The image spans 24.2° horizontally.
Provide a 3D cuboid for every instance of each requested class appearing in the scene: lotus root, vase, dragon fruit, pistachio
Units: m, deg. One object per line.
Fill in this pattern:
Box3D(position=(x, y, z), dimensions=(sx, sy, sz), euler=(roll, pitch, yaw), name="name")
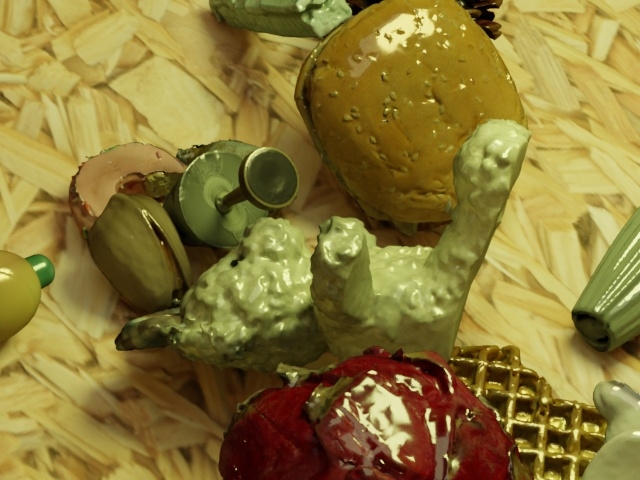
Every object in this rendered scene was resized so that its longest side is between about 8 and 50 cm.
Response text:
Box3D(position=(-0.103, -0.086, 1.869), dimensions=(0.165, 0.088, 0.088), euler=(23, 49, 23), name="lotus root")
Box3D(position=(0.399, 0.035, 1.795), dimensions=(0.128, 0.128, 0.248), euler=(36, 62, 25), name="vase")
Box3D(position=(0.057, 0.262, 1.419), dimensions=(0.329, 0.329, 0.329), euler=(3, 47, -3), name="dragon fruit")
Box3D(position=(-0.206, 0.015, 1.746), dimensions=(0.113, 0.113, 0.149), euler=(-36, 83, -32), name="pistachio")

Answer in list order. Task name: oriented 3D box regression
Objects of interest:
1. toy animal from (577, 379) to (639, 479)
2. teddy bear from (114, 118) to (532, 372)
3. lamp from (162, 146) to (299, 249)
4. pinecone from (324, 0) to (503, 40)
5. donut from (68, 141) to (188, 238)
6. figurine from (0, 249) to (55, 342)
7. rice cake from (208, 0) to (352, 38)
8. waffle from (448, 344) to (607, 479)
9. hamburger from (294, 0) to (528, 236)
Box3D(position=(0.325, 0.303, 1.488), dimensions=(0.174, 0.249, 0.289), euler=(11, 78, 49), name="toy animal")
Box3D(position=(0.000, 0.000, 1.625), dimensions=(0.362, 0.375, 0.327), euler=(19, 10, 6), name="teddy bear")
Box3D(position=(-0.105, -0.052, 1.748), dimensions=(0.121, 0.214, 0.121), euler=(8, 73, -29), name="lamp")
Box3D(position=(0.130, -0.336, 2.023), dimensions=(0.264, 0.264, 0.264), euler=(3, 47, -3), name="pinecone")
Box3D(position=(-0.251, -0.062, 1.844), dimensions=(0.117, 0.065, 0.166), euler=(37, 53, 23), name="donut")
Box3D(position=(-0.471, 0.027, 1.702), dimensions=(0.324, 0.124, 0.222), euler=(17, 48, 15), name="figurine")
Box3D(position=(-0.063, -0.313, 1.992), dimensions=(0.066, 0.063, 0.336), euler=(-37, 23, -16), name="rice cake")
Box3D(position=(0.203, 0.204, 1.656), dimensions=(0.249, 0.056, 0.253), euler=(-15, 49, -19), name="waffle")
Box3D(position=(0.118, -0.158, 1.840), dimensions=(0.259, 0.144, 0.283), euler=(-44, 108, -15), name="hamburger")
